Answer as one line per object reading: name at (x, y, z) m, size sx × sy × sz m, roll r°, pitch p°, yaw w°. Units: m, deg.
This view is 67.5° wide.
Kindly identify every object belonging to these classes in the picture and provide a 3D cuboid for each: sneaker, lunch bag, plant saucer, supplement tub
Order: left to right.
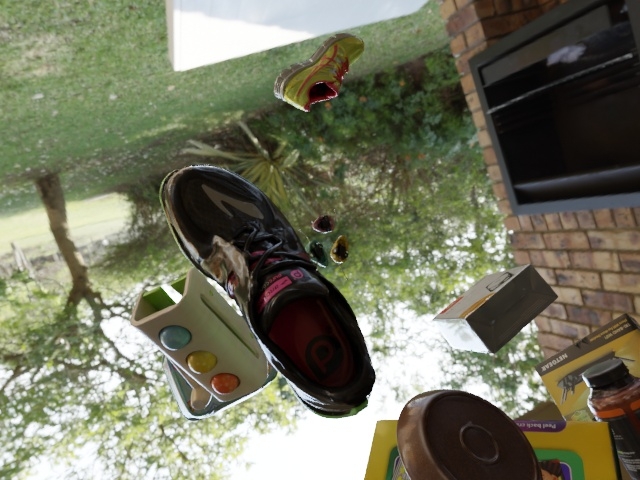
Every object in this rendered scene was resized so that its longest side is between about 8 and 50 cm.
lunch bag at (-0.268, 0.331, 1.290) m, size 0.279 × 0.224 × 0.108 m, roll -19°, pitch 160°, yaw -35°
sneaker at (-0.067, 0.056, 0.743) m, size 0.185 × 0.482 × 0.202 m, roll -39°, pitch 174°, yaw -18°
sneaker at (0.016, -0.316, 0.925) m, size 0.208 × 0.094 × 0.081 m, roll -40°, pitch 158°, yaw -13°
plant saucer at (0.164, 0.223, 0.510) m, size 0.169 × 0.029 × 0.168 m, roll 15°, pitch -147°, yaw -10°
supplement tub at (0.531, 0.305, 0.808) m, size 0.106 × 0.197 × 0.106 m, roll -25°, pitch 168°, yaw -6°

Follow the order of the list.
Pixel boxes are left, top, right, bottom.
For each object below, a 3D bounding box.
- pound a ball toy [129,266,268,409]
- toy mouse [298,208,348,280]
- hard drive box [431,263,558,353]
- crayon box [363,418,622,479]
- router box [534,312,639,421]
pound a ball toy at (-0.250, 0.231, 0.955) m, size 0.208 × 0.319 × 0.135 m, roll -24°, pitch -145°, yaw 12°
toy mouse at (0.000, 0.000, 1.032) m, size 0.143 × 0.160 × 0.031 m, roll 16°, pitch 157°, yaw -38°
hard drive box at (0.366, 0.151, 1.042) m, size 0.181 × 0.089 × 0.232 m, roll -37°, pitch 174°, yaw -9°
crayon box at (0.229, 0.419, 0.672) m, size 0.363 × 0.106 × 0.313 m, roll -11°, pitch -144°, yaw 30°
router box at (0.806, 0.392, 1.345) m, size 0.081 × 0.242 × 0.309 m, roll 23°, pitch 124°, yaw -37°
